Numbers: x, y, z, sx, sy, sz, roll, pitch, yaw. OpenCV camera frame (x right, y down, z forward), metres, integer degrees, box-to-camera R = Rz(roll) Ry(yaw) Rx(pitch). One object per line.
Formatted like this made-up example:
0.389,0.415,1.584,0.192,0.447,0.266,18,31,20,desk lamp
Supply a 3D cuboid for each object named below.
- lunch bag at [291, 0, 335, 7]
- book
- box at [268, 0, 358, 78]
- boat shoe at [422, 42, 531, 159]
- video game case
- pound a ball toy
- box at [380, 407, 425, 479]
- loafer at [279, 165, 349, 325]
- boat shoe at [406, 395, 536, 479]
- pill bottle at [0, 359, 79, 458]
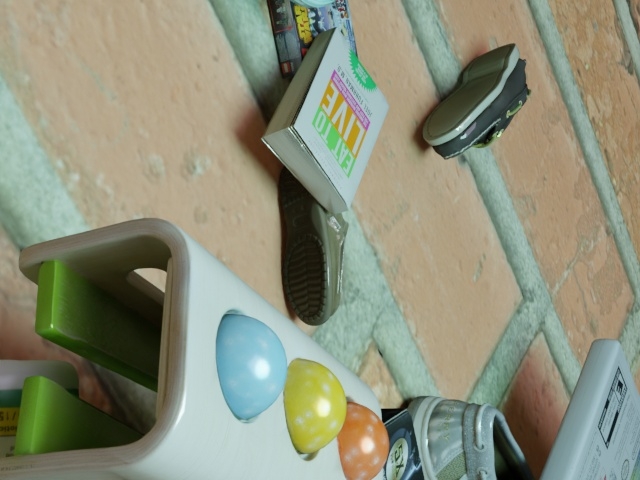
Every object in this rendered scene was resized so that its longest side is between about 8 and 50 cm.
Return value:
-0.015,-0.350,0.903,0.279,0.108,0.224,55,50,-13,lunch bag
0.010,-0.104,0.928,0.096,0.035,0.144,51,41,-29,book
-0.010,-0.220,0.981,0.094,0.027,0.137,-17,97,-52,box
0.181,-0.143,1.177,0.069,0.081,0.228,62,38,-19,boat shoe
0.297,0.324,1.137,0.329,0.036,0.300,-57,132,-37,video game case
-0.040,0.146,0.619,0.319,0.135,0.208,47,38,-56,pound a ball toy
0.007,0.226,0.821,0.077,0.147,0.180,-20,99,-53,box
0.000,0.000,0.929,0.050,0.056,0.148,4,81,-47,loafer
0.191,0.274,1.094,0.320,0.103,0.118,57,43,-30,boat shoe
-0.192,0.172,0.589,0.117,0.117,0.208,10,77,-52,pill bottle
